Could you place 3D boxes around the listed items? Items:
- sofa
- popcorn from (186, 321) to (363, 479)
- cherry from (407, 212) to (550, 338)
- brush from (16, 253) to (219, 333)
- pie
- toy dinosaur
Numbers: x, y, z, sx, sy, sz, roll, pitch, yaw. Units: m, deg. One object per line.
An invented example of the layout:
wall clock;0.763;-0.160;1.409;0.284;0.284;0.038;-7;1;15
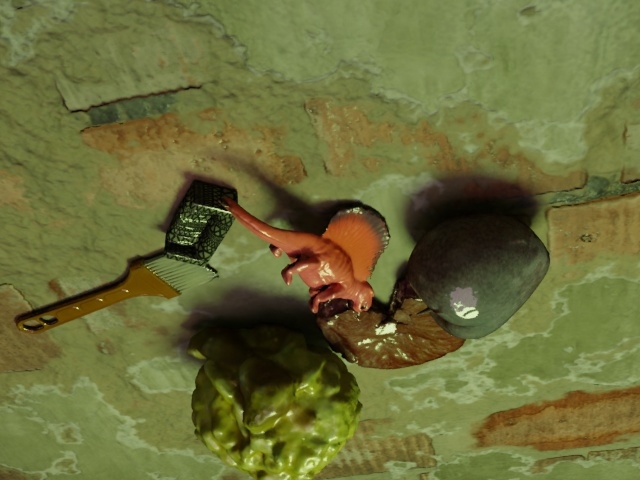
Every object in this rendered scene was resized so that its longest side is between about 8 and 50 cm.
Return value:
sofa;-0.147;-0.019;1.200;0.060;0.039;0.118;15;139;-20
popcorn;-0.076;0.217;1.389;0.251;0.206;0.237;46;152;-14
cherry;0.189;0.037;1.217;0.176;0.140;0.176;-22;140;-20
brush;-0.289;0.077;1.338;0.314;0.017;0.090;-19;140;22
pie;0.107;0.114;1.377;0.218;0.054;0.204;-23;138;25
toy dinosaur;0.008;-0.002;1.203;0.139;0.070;0.286;-35;133;6
